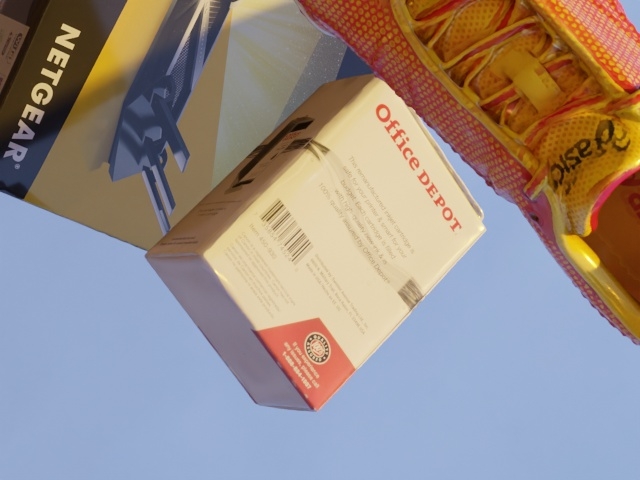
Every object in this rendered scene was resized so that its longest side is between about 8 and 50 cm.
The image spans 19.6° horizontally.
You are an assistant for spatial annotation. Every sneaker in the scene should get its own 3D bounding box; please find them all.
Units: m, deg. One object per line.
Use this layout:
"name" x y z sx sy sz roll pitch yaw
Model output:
"sneaker" 0.050 -0.041 0.426 0.064 0.175 0.067 -45 -168 6

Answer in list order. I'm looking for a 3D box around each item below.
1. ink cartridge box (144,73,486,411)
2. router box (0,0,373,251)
"ink cartridge box" 0.000 0.000 0.881 0.135 0.099 0.056 -45 -158 -26
"router box" -0.061 -0.141 1.138 0.081 0.243 0.309 29 -85 58
